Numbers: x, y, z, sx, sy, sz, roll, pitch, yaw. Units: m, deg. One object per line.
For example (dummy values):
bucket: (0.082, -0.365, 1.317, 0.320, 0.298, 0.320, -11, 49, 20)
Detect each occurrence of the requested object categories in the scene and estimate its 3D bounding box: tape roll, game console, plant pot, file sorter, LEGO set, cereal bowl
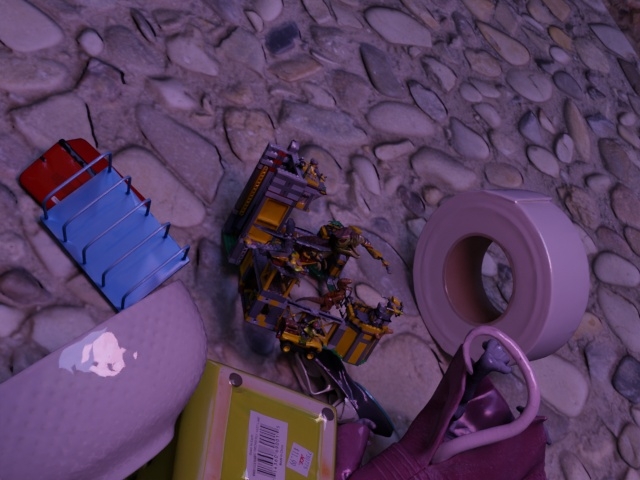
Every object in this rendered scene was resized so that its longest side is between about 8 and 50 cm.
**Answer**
tape roll: (0.281, 0.057, 1.565, 0.100, 0.286, 0.286, -4, 60, -40)
game console: (-0.327, -0.067, 1.374, 0.144, 0.085, 0.124, 44, 72, 0)
plant pot: (-0.107, 0.276, 1.132, 0.227, 0.207, 0.228, 25, 46, -23)
file sorter: (-0.264, -0.011, 1.275, 0.118, 0.104, 0.170, -40, 88, -18)
LEGO set: (0.000, 0.000, 1.389, 0.255, 0.192, 0.331, 24, 24, -15)
cereal bowl: (-0.254, 0.183, 1.004, 0.339, 0.339, 0.141, -33, 94, -48)

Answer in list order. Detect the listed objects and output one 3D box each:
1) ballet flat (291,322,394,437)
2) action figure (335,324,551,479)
ballet flat: (0.021, 0.211, 1.401, 0.203, 0.074, 0.074, 54, 41, 1)
action figure: (0.123, 0.309, 1.226, 0.370, 0.276, 0.248, -33, 75, -9)
